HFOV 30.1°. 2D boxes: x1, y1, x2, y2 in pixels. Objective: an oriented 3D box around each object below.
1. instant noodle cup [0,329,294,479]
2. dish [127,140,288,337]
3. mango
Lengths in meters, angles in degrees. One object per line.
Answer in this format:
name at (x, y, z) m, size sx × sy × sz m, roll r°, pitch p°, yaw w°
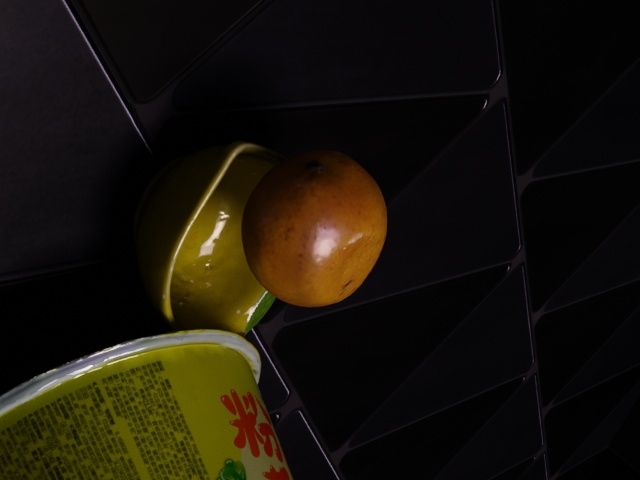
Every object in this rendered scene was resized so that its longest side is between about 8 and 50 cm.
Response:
instant noodle cup at (-0.132, 0.242, 0.887) m, size 0.311 × 0.221 × 0.311 m, roll -24°, pitch 155°, yaw -12°
dish at (-0.087, -0.005, 0.902) m, size 0.149 × 0.080 × 0.207 m, roll -33°, pitch 145°, yaw -38°
mango at (0.003, -0.006, 0.867) m, size 0.115 × 0.089 × 0.165 m, roll -63°, pitch 156°, yaw 5°
